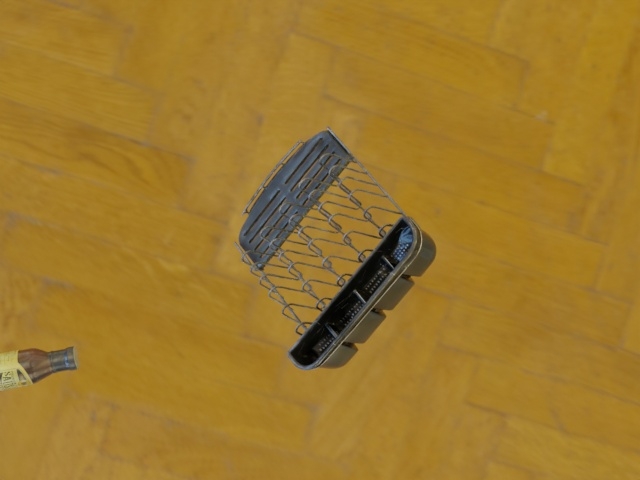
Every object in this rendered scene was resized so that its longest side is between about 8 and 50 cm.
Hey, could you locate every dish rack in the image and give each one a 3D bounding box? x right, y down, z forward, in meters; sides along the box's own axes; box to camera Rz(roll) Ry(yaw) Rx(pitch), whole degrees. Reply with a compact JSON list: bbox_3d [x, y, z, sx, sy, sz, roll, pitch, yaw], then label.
[{"bbox_3d":[0.000,0.000,1.843,0.208,0.271,0.074,-50,141,14],"label":"dish rack"}]

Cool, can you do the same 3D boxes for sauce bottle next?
[{"bbox_3d":[-0.328,0.139,1.754,0.128,0.042,0.042,-12,100,2],"label":"sauce bottle"}]
